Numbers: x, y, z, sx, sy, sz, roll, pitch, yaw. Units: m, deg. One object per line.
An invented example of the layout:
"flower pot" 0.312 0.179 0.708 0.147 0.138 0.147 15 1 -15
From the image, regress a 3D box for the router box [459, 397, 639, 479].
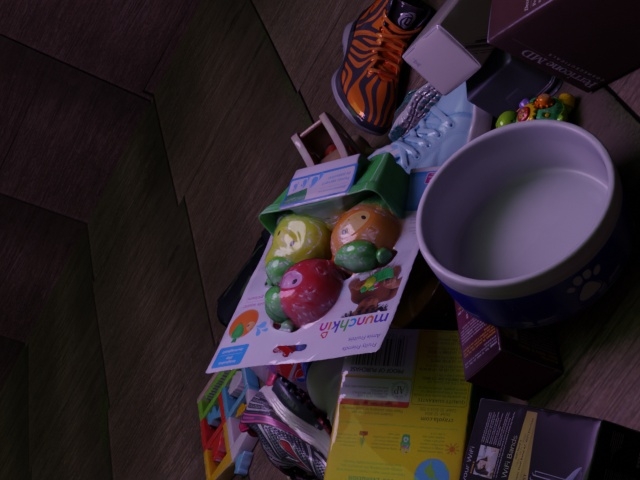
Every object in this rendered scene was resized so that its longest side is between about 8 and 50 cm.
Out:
"router box" 0.249 0.355 1.438 0.243 0.081 0.308 0 71 63

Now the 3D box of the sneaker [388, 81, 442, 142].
"sneaker" 0.172 -0.241 2.085 0.166 0.065 0.076 -45 30 39

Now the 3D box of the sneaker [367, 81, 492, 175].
"sneaker" 0.149 -0.119 1.927 0.366 0.150 0.135 -65 26 8

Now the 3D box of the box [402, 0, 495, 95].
"box" 0.246 -0.354 1.846 0.275 0.094 0.113 -53 9 -31

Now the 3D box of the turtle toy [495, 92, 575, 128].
"turtle toy" 0.307 -0.169 1.743 0.130 0.066 0.095 -8 64 62

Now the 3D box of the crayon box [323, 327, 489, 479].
"crayon box" 0.115 0.281 1.656 0.202 0.081 0.318 0 66 26

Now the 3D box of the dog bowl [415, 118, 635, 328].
"dog bowl" 0.261 -0.022 1.540 0.265 0.104 0.265 -18 46 20

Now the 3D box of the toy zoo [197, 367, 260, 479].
"toy zoo" -0.175 0.351 2.365 0.192 0.030 0.293 -56 27 27

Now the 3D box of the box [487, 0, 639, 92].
"box" 0.404 -0.343 1.533 0.381 0.191 0.143 -26 49 57

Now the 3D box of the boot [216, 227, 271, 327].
"boot" -0.118 0.099 2.362 0.207 0.094 0.246 -58 20 14

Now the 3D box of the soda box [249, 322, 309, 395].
"soda box" -0.064 0.217 2.168 0.083 0.092 0.263 -68 25 4

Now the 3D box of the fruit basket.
"fruit basket" 0.004 0.032 1.758 0.327 0.165 0.353 -11 36 40

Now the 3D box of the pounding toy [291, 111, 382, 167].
"pounding toy" 0.053 -0.154 2.088 0.155 0.154 0.269 -37 19 14

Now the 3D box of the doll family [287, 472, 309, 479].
"doll family" -0.002 0.378 1.946 0.111 0.076 0.193 -59 23 32

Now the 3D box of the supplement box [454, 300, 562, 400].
"supplement box" 0.245 0.106 1.612 0.081 0.104 0.188 -47 32 39

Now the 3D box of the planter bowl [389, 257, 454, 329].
"planter bowl" 0.149 0.061 1.845 0.217 0.090 0.217 -35 41 38

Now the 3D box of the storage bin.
"storage bin" 0.285 -0.237 1.814 0.135 0.091 0.098 -44 35 44

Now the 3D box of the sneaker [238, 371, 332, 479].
"sneaker" -0.009 0.334 1.853 0.112 0.121 0.299 -48 48 1

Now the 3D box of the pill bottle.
"pill bottle" 0.044 0.186 1.903 0.152 0.152 0.272 -57 27 25

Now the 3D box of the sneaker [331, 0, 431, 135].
"sneaker" 0.116 -0.350 2.205 0.180 0.125 0.321 -47 33 41
